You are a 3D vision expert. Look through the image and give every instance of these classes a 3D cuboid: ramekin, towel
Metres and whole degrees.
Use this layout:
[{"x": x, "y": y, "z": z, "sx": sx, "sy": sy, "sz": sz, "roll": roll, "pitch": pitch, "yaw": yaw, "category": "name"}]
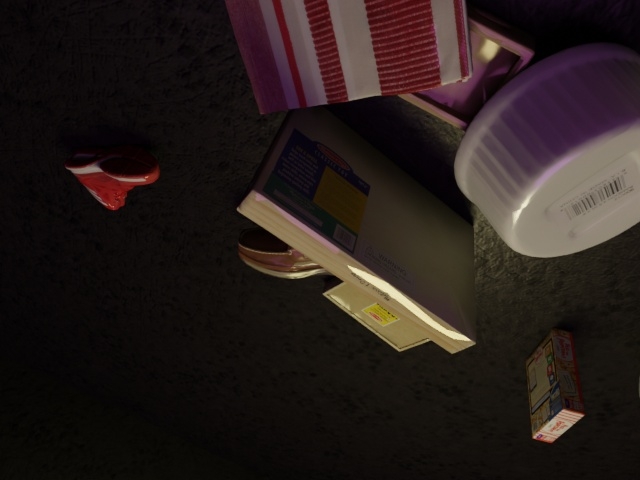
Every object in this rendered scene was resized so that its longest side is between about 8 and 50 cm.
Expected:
[{"x": 0.334, "y": -0.100, "z": 0.637, "sx": 0.277, "sy": 0.135, "sz": 0.277, "roll": -11, "pitch": 142, "yaw": -9, "category": "ramekin"}, {"x": 0.020, "y": -0.298, "z": 0.616, "sx": 0.329, "sy": 0.037, "sz": 0.237, "roll": 2, "pitch": 121, "yaw": 33, "category": "towel"}]

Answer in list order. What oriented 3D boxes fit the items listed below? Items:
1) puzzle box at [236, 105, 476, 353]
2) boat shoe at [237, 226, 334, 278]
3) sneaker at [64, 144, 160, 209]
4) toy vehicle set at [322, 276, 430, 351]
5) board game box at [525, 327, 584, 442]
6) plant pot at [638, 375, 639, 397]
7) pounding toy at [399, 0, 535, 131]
[{"x": 0.088, "y": -0.034, "z": 0.767, "sx": 0.409, "sy": 0.272, "sz": 0.052, "roll": 35, "pitch": 133, "yaw": -16, "category": "puzzle box"}, {"x": 0.000, "y": 0.000, "z": 0.953, "sx": 0.324, "sy": 0.122, "sz": 0.119, "roll": 4, "pitch": 130, "yaw": 3, "category": "boat shoe"}, {"x": -0.402, "y": -0.124, "z": 0.990, "sx": 0.221, "sy": 0.087, "sz": 0.128, "roll": 13, "pitch": 147, "yaw": 23, "category": "sneaker"}, {"x": 0.156, "y": 0.152, "z": 1.103, "sx": 0.267, "sy": 0.035, "sz": 0.166, "roll": 39, "pitch": 133, "yaw": -21, "category": "toy vehicle set"}, {"x": 0.499, "y": 0.310, "z": 1.036, "sx": 0.045, "sy": 0.193, "sz": 0.146, "roll": 13, "pitch": 137, "yaw": 4, "category": "board game box"}, {"x": 0.800, "y": 0.335, "z": 0.928, "sx": 0.272, "sy": 0.271, "sz": 0.255, "roll": -20, "pitch": 139, "yaw": 33, "category": "plant pot"}, {"x": 0.185, "y": -0.276, "z": 0.624, "sx": 0.181, "sy": 0.094, "sz": 0.206, "roll": 29, "pitch": 130, "yaw": 3, "category": "pounding toy"}]
